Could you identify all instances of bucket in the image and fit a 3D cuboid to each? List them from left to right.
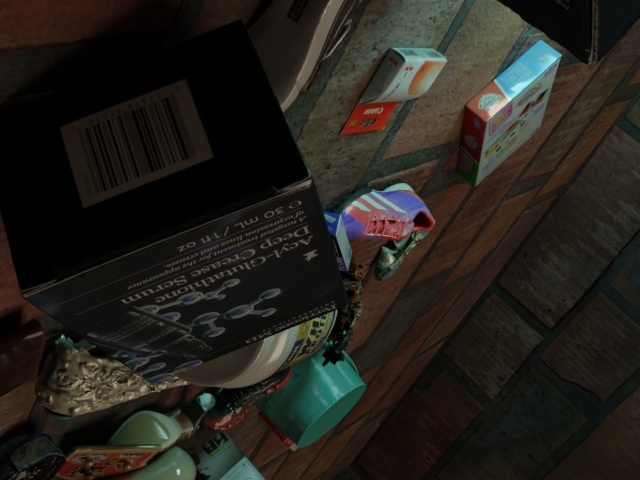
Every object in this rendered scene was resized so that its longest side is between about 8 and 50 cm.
[{"bbox_3d":[-0.025,0.396,2.169,0.281,0.183,0.281,-38,160,-17],"label":"bucket"}]

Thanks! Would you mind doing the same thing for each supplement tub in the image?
[{"bbox_3d":[-0.118,0.110,1.325,0.228,0.228,0.316,-50,168,13],"label":"supplement tub"}]

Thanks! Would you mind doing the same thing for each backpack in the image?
[{"bbox_3d":[-0.487,0.364,1.350,0.114,0.084,0.105,-37,159,-9],"label":"backpack"}]

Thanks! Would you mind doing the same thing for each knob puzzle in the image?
[{"bbox_3d":[-0.423,0.437,1.579,0.213,0.030,0.213,-11,152,-6],"label":"knob puzzle"}]

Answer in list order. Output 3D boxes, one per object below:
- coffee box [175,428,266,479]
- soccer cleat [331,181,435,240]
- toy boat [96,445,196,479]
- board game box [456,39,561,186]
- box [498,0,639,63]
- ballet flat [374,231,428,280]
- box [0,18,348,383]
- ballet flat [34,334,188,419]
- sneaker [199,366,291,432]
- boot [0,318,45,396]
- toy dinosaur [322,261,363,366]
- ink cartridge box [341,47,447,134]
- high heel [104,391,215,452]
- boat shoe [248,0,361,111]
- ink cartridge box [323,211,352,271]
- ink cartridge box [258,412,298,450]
[{"bbox_3d":[-0.226,0.604,2.011,0.119,0.297,0.168,-32,156,-33],"label":"coffee box"},{"bbox_3d":[0.128,-0.044,1.718,0.318,0.116,0.108,-17,146,-53],"label":"soccer cleat"},{"bbox_3d":[-0.370,0.541,1.648,0.268,0.148,0.318,-18,-169,-7],"label":"toy boat"},{"bbox_3d":[0.432,-0.286,1.922,0.242,0.064,0.316,-41,159,-12],"label":"board game box"},{"bbox_3d":[0.383,-0.547,0.989,0.480,0.297,0.472,-48,158,5],"label":"box"},{"bbox_3d":[0.188,0.019,2.057,0.188,0.070,0.070,-50,159,8],"label":"ballet flat"},{"bbox_3d":[-0.153,-0.016,0.968,0.294,0.212,0.395,-22,158,-1],"label":"box"},{"bbox_3d":[-0.281,0.183,1.356,0.147,0.147,0.409,-55,158,24],"label":"ballet flat"},{"bbox_3d":[-0.170,0.329,1.885,0.276,0.098,0.135,-34,157,-34],"label":"sneaker"},{"bbox_3d":[-0.473,0.225,1.100,0.207,0.090,0.248,-21,145,-44],"label":"boot"},{"bbox_3d":[0.044,0.176,1.956,0.218,0.164,0.322,-53,144,-28],"label":"toy dinosaur"},{"bbox_3d":[0.127,-0.250,1.431,0.145,0.045,0.179,-17,143,-52],"label":"ink cartridge box"},{"bbox_3d":[-0.354,0.413,1.723,0.261,0.093,0.186,-20,162,-37],"label":"high heel"},{"bbox_3d":[-0.017,-0.268,1.038,0.102,0.108,0.301,-4,128,-59],"label":"boat shoe"},{"bbox_3d":[0.000,0.000,1.575,0.207,0.097,0.046,70,32,-69],"label":"ink cartridge box"},{"bbox_3d":[-0.028,0.470,2.406,0.273,0.114,0.197,-43,159,-9],"label":"ink cartridge box"}]
